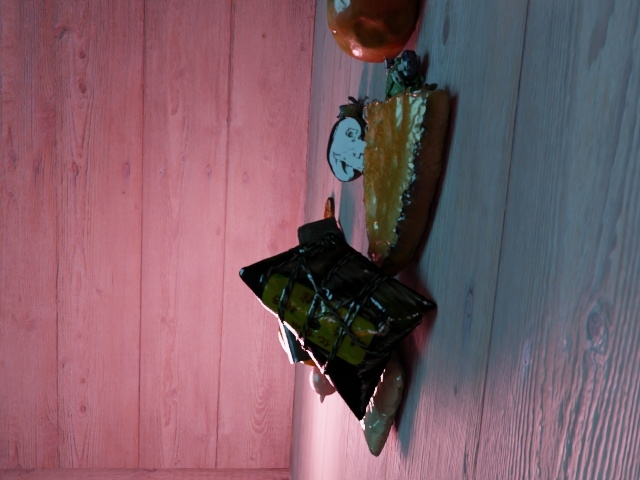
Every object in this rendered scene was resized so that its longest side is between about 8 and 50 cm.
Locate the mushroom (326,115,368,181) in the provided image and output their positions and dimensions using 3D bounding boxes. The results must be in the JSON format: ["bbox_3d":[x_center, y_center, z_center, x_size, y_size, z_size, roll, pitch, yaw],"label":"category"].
[{"bbox_3d":[0.095,-0.269,1.762,0.117,0.141,0.188,-34,-42,-54],"label":"mushroom"}]

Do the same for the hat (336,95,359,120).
[{"bbox_3d":[0.089,-0.401,1.997,0.191,0.078,0.138,-110,24,-73],"label":"hat"}]

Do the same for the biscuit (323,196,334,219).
[{"bbox_3d":[0.033,-0.091,2.574,0.188,0.027,0.187,-178,90,-83],"label":"biscuit"}]

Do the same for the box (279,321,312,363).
[{"bbox_3d":[0.020,0.223,1.666,0.138,0.274,0.178,119,140,-77],"label":"box"}]

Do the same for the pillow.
[{"bbox_3d":[0.127,0.309,1.424,0.280,0.076,0.274,-98,15,-55],"label":"pillow"}]

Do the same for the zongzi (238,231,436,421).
[{"bbox_3d":[0.039,0.187,1.290,0.383,0.319,0.362,31,123,31],"label":"zongzi"}]

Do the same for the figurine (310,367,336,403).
[{"bbox_3d":[0.023,0.477,2.111,0.125,0.125,0.138,-97,26,-54],"label":"figurine"}]

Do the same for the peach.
[{"bbox_3d":[0.119,-0.510,1.369,0.235,0.214,0.214,74,-172,-45],"label":"peach"}]

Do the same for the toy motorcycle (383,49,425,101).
[{"bbox_3d":[0.173,-0.341,1.314,0.190,0.074,0.106,-167,70,-82],"label":"toy motorcycle"}]

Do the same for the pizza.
[{"bbox_3d":[0.158,-0.108,1.266,0.435,0.080,0.391,-141,52,-79],"label":"pizza"}]

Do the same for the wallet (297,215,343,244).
[{"bbox_3d":[0.000,-0.001,2.247,0.317,0.169,0.044,-102,-7,-67],"label":"wallet"}]

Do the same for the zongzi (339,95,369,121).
[{"bbox_3d":[0.114,-0.339,1.914,0.178,0.081,0.189,30,-99,-60],"label":"zongzi"}]

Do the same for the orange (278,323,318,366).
[{"bbox_3d":[-0.020,0.295,2.010,0.240,0.240,0.240,-178,90,-83],"label":"orange"}]
